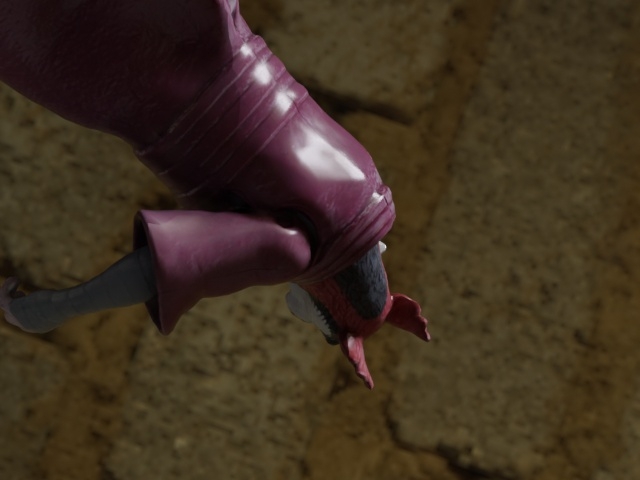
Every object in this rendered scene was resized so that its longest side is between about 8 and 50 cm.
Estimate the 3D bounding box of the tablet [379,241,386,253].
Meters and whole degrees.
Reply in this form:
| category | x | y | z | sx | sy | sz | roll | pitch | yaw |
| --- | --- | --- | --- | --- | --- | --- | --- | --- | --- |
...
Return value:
| category | x | y | z | sx | sy | sz | roll | pitch | yaw |
| --- | --- | --- | --- | --- | --- | --- | --- | --- | --- |
| tablet | 0.000 | 0.000 | 1.193 | 0.054 | 0.083 | 0.006 | -41 | 148 | -23 |

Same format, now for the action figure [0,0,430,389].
| category | x | y | z | sx | sy | sz | roll | pitch | yaw |
| --- | --- | --- | --- | --- | --- | --- | --- | --- | --- |
| action figure | -0.053 | -0.081 | 0.915 | 0.276 | 0.370 | 0.248 | -38 | -168 | 33 |
